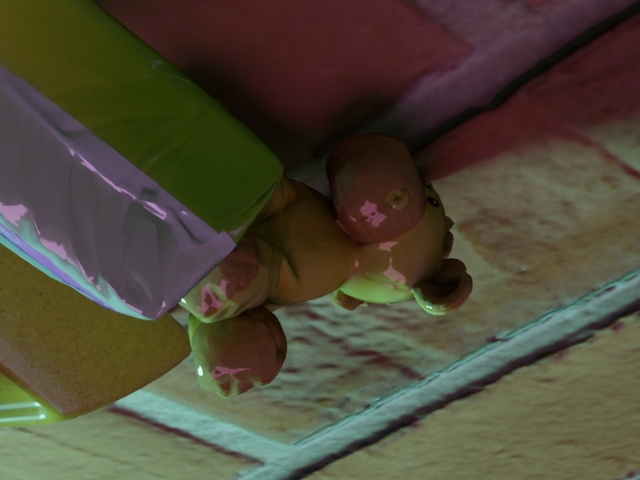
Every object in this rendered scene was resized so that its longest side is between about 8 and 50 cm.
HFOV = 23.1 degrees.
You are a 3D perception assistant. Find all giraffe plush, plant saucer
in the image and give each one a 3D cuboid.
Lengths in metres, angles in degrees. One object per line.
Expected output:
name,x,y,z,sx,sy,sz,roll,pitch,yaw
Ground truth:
giraffe plush,0.000,0.000,0.944,0.170,0.181,0.210,-11,154,-1
plant saucer,-0.299,0.030,0.954,0.332,0.081,0.333,-8,142,28

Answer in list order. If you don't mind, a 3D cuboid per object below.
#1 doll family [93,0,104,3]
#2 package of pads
doll family,-0.083,-0.184,0.693,0.262,0.118,0.163,-6,145,6
package of pads,-0.177,-0.088,0.681,0.296,0.101,0.229,40,172,-15
